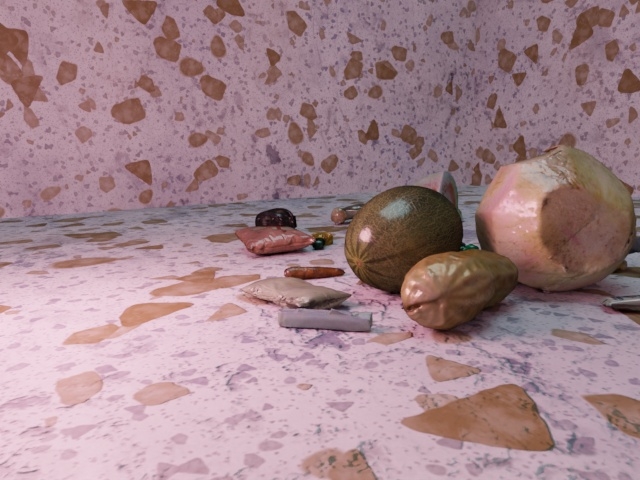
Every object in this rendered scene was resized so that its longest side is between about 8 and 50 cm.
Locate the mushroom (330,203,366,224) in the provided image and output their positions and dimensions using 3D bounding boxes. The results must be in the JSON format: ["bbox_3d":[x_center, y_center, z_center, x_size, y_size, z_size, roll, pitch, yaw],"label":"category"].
[{"bbox_3d":[0.141,-0.121,2.231,0.223,0.081,0.092,-7,34,-35],"label":"mushroom"}]

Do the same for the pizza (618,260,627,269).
[{"bbox_3d":[0.689,0.058,1.276,0.178,0.041,0.131,4,5,21],"label":"pizza"}]

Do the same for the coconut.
[{"bbox_3d":[0.537,-0.051,1.158,0.352,0.353,0.352,-2,10,0],"label":"coconut"}]

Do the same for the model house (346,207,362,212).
[{"bbox_3d":[0.191,-0.086,2.014,0.117,0.088,0.167,6,11,35],"label":"model house"}]

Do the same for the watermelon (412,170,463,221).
[{"bbox_3d":[0.486,-0.151,2.069,0.319,0.290,0.214,10,39,-9],"label":"watermelon"}]

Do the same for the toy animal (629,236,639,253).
[{"bbox_3d":[0.746,-0.001,1.296,0.205,0.081,0.367,14,-2,0],"label":"toy animal"}]

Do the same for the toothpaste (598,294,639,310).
[{"bbox_3d":[0.670,0.120,0.949,0.238,0.039,0.062,-1,6,15],"label":"toothpaste"}]

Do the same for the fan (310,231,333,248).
[{"bbox_3d":[0.000,0.000,1.708,0.082,0.039,0.155,0,11,6],"label":"fan"}]

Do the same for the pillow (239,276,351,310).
[{"bbox_3d":[-0.058,0.113,1.078,0.148,0.050,0.229,-1,8,-39],"label":"pillow"}]

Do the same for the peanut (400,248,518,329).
[{"bbox_3d":[0.274,0.083,0.950,0.149,0.149,0.313,7,8,41],"label":"peanut"}]

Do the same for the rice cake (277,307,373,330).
[{"bbox_3d":[0.007,0.142,0.917,0.180,0.042,0.030,1,13,16],"label":"rice cake"}]

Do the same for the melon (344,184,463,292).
[{"bbox_3d":[0.188,-0.003,1.142,0.301,0.238,0.237,-22,21,-39],"label":"melon"}]

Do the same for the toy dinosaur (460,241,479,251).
[{"bbox_3d":[0.420,0.019,1.508,0.132,0.059,0.096,0,12,-43],"label":"toy dinosaur"}]

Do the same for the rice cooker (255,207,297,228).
[{"bbox_3d":[-0.172,-0.067,1.901,0.165,0.112,0.106,4,17,42],"label":"rice cooker"}]

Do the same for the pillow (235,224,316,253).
[{"bbox_3d":[-0.153,-0.006,1.640,0.223,0.084,0.236,-4,13,-21],"label":"pillow"}]

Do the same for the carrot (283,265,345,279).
[{"bbox_3d":[-0.014,0.082,1.278,0.165,0.036,0.035,-1,10,-13],"label":"carrot"}]
